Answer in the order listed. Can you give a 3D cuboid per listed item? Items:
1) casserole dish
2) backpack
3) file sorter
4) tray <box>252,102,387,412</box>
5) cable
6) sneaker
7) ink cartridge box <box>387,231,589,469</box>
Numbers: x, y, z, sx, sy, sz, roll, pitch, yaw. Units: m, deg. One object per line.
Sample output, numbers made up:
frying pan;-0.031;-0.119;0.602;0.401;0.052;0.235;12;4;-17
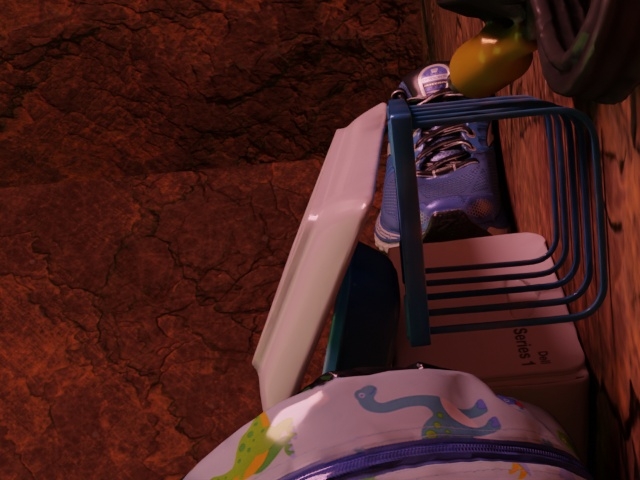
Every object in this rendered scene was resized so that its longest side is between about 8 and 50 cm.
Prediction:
casserole dish;0.021;0.087;0.717;0.114;0.037;0.188;-87;6;-71
backpack;0.011;0.225;0.587;0.355;0.290;0.273;-59;29;17
file sorter;0.094;-0.022;0.644;0.170;0.104;0.118;-74;-20;-80
tray;0.000;0.000;0.700;0.270;0.030;0.145;-74;4;-72
cable;0.115;-0.127;0.522;0.287;0.072;0.139;-131;60;-75
sneaker;0.107;-0.089;1.084;0.330;0.129;0.147;-86;-12;-66
ink cartridge box;0.113;0.161;0.787;0.201;0.117;0.278;-87;-8;-65
